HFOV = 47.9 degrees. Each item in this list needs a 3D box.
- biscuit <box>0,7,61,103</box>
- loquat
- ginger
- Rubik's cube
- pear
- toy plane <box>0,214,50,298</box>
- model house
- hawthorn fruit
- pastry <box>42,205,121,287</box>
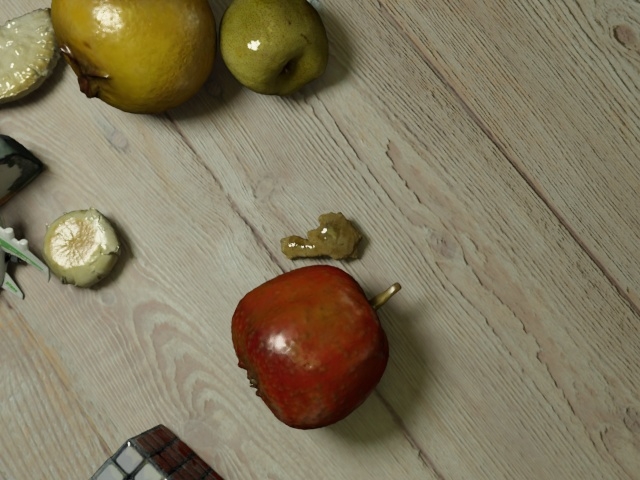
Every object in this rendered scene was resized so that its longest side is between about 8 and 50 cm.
[{"bbox_3d":[-0.650,-0.371,1.493,0.281,0.084,0.179,-35,71,-11],"label":"biscuit"},{"bbox_3d":[-0.339,-0.421,1.390,0.328,0.328,0.359,39,72,8],"label":"loquat"},{"bbox_3d":[0.000,-0.009,1.427,0.165,0.067,0.096,-2,103,3],"label":"ginger"},{"bbox_3d":[-0.307,0.500,1.285,0.238,0.237,0.237,42,87,9],"label":"Rubik's cube"},{"bbox_3d":[-0.100,-0.400,1.424,0.188,0.228,0.211,-52,58,39],"label":"pear"},{"bbox_3d":[-0.653,0.003,1.416,0.251,0.101,0.255,9,123,0],"label":"toy plane"},{"bbox_3d":[-0.765,-0.178,1.442,0.271,0.190,0.301,-41,80,-2],"label":"model house"},{"bbox_3d":[0.009,0.172,1.307,0.330,0.287,0.287,-33,81,-8],"label":"hawthorn fruit"},{"bbox_3d":[-0.479,0.013,1.445,0.165,0.088,0.166,0,82,3],"label":"pastry"}]
